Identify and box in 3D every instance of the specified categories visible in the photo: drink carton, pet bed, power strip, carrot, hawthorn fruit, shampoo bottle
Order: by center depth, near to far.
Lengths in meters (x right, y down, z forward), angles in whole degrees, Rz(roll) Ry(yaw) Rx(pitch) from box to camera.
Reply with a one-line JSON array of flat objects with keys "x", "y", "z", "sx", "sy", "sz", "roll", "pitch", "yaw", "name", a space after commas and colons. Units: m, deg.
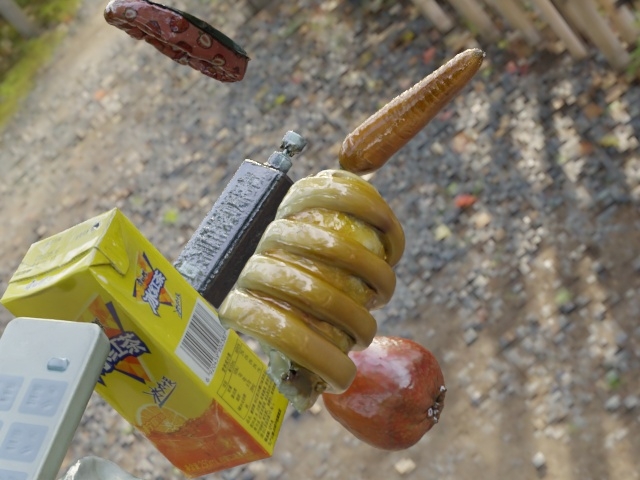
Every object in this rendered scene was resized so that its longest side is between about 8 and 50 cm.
[{"x": -0.309, "y": 0.188, "z": 1.415, "sx": 0.118, "sy": 0.046, "sz": 0.270, "roll": 2, "pitch": 51, "yaw": 22, "name": "power strip"}, {"x": -0.203, "y": 0.132, "z": 1.654, "sx": 0.154, "sy": 0.351, "sz": 0.111, "roll": -21, "pitch": 35, "yaw": 33, "name": "drink carton"}, {"x": 0.113, "y": -0.160, "z": 1.670, "sx": 0.271, "sy": 0.066, "sz": 0.062, "roll": -38, "pitch": 53, "yaw": 36, "name": "carrot"}, {"x": -0.186, "y": -0.265, "z": 1.772, "sx": 0.053, "sy": 0.201, "sz": 0.201, "roll": -63, "pitch": 24, "yaw": -3, "name": "pet bed"}, {"x": 0.038, "y": 0.178, "z": 1.873, "sx": 0.285, "sy": 0.165, "sz": 0.165, "roll": 25, "pitch": 64, "yaw": 31, "name": "hawthorn fruit"}, {"x": -0.120, "y": -0.043, "z": 2.172, "sx": 0.098, "sy": 0.071, "sz": 0.309, "roll": 22, "pitch": 74, "yaw": 44, "name": "shampoo bottle"}]

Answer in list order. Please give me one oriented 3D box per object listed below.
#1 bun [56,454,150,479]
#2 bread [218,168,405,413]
[{"x": -0.170, "y": 0.289, "z": 0.969, "sx": 0.354, "sy": 0.194, "sz": 0.354, "roll": -9, "pitch": 35, "yaw": 7, "name": "bun"}, {"x": -0.001, "y": 0.033, "z": 0.995, "sx": 0.084, "sy": 0.119, "sz": 0.177, "roll": 11, "pitch": 68, "yaw": 43, "name": "bread"}]
